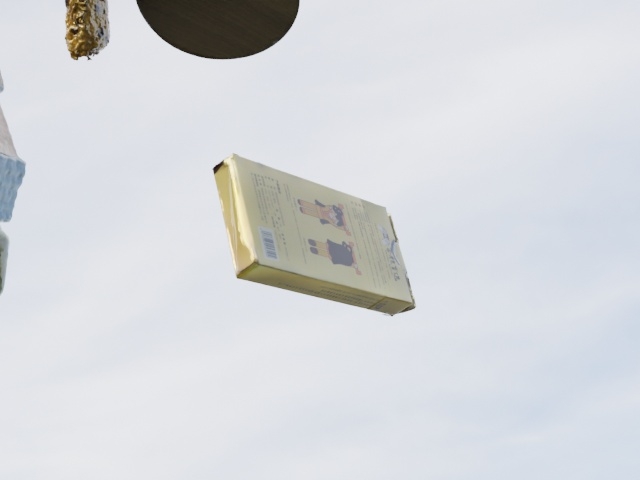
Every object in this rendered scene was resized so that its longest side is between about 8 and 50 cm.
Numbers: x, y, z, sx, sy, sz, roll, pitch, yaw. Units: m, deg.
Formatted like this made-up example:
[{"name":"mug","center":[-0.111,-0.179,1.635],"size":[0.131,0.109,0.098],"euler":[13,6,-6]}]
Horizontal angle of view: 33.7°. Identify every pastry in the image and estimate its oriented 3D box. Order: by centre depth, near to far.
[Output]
[{"name":"pastry","center":[-0.321,-0.322,1.449],"size":[0.056,0.080,0.140],"euler":[8,-68,20]}]

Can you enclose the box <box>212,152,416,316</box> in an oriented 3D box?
[{"name":"box","center":[0.000,0.000,0.629],"size":[0.020,0.073,0.149],"euler":[-33,-32,32]}]

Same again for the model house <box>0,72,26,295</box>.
[{"name":"model house","center":[-0.434,-0.074,1.112],"size":[0.194,0.324,0.267],"euler":[-24,-6,5]}]

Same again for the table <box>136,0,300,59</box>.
[{"name":"table","center":[-0.101,-0.331,1.133],"size":[0.167,0.226,0.167],"euler":[1,-40,1]}]
